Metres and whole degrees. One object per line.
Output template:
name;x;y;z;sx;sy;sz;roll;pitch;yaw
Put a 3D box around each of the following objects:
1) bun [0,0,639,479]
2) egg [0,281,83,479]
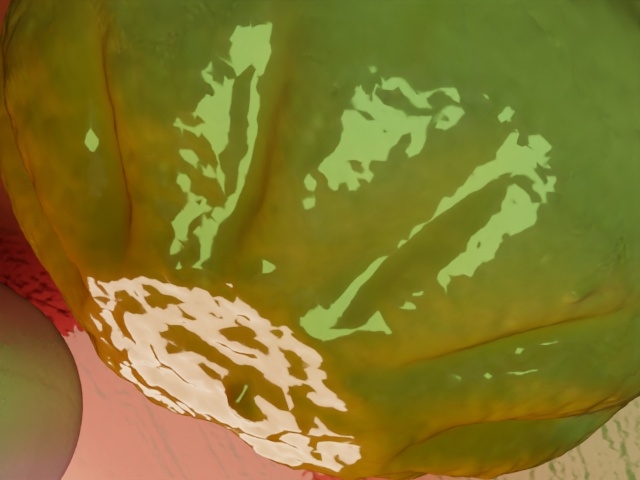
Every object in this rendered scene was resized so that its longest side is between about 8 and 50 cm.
bun;0.000;0.000;0.465;0.299;0.164;0.299;20;146;15
egg;-0.258;0.083;0.594;0.271;0.196;0.196;-10;122;15
